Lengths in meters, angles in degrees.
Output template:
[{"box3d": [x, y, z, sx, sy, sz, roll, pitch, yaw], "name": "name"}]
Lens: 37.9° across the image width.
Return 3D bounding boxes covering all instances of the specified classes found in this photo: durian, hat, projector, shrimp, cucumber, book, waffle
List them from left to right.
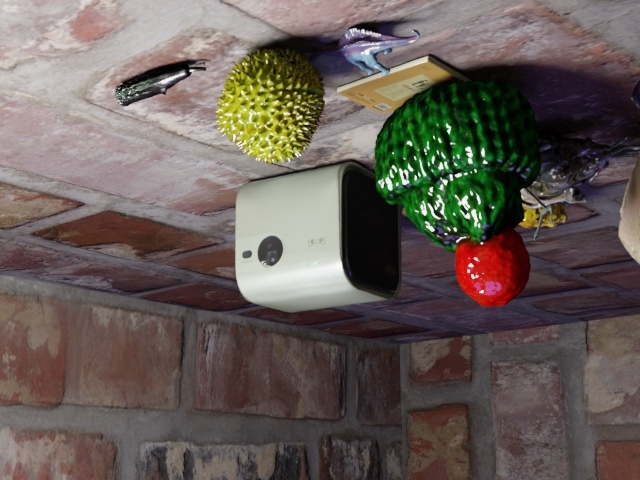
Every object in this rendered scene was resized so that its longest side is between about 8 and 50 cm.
[{"box3d": [-0.238, -0.232, 1.370, 0.163, 0.039, 0.043, -10, -176, 38], "name": "cucumber"}, {"box3d": [-0.073, -0.195, 1.302, 0.146, 0.159, 0.198, 17, -168, -24], "name": "durian"}, {"box3d": [0.000, 0.000, 1.842, 0.249, 0.249, 0.248, -9, 163, 30], "name": "projector"}, {"box3d": [0.127, -0.234, 1.416, 0.172, 0.012, 0.118, -12, 162, 39], "name": "book"}, {"box3d": [0.216, -0.061, 1.415, 0.242, 0.333, 0.274, -7, 170, -9], "name": "hat"}, {"box3d": [0.326, -0.062, 1.874, 0.329, 0.062, 0.329, 5, 180, 0], "name": "waffle"}, {"box3d": [0.395, -0.102, 1.609, 0.137, 0.172, 0.372, -29, -164, -27], "name": "shrimp"}]

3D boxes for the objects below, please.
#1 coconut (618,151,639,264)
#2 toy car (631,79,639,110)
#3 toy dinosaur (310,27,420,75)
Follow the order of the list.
[{"box3d": [0.651, -0.043, 1.562, 0.297, 0.255, 0.297, 13, -175, -1], "name": "coconut"}, {"box3d": [0.606, -0.186, 1.321, 0.314, 0.198, 0.166, 6, 133, -31], "name": "toy car"}, {"box3d": [0.062, -0.258, 1.259, 0.197, 0.045, 0.080, -1, 164, 45], "name": "toy dinosaur"}]
